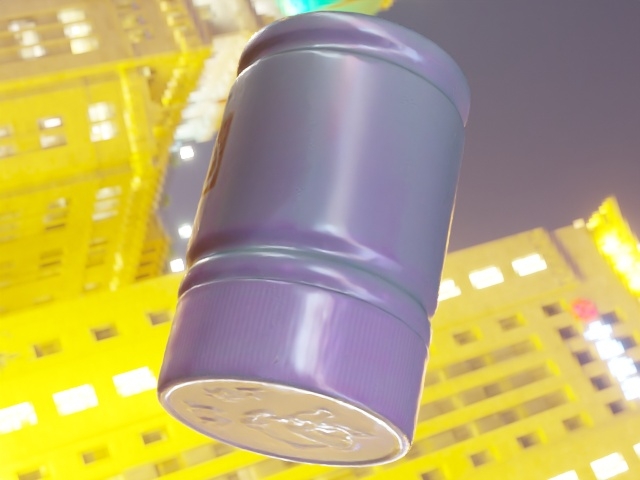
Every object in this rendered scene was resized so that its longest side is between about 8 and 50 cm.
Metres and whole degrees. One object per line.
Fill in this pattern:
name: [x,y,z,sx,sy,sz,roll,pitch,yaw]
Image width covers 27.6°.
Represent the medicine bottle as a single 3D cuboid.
medicine bottle: [0.000,0.000,1.029,0.202,0.202,0.316,137,-30,-60]
